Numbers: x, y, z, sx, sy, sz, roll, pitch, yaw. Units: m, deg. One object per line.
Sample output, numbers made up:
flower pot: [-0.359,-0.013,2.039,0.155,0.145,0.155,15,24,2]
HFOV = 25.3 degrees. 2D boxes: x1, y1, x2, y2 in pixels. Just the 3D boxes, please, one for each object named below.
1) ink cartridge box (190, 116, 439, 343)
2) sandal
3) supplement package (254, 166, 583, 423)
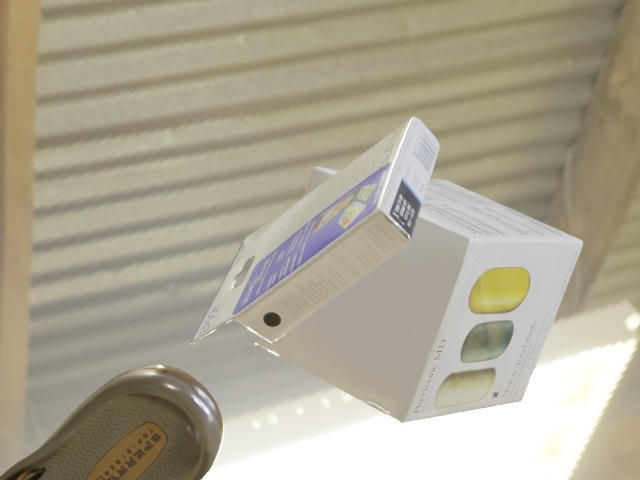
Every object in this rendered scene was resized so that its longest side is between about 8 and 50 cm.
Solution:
ink cartridge box: [0.000,0.000,1.205,0.208,0.206,0.045,-34,-75,24]
sandal: [-0.129,0.153,0.676,0.090,0.060,0.219,43,-80,-12]
supplement package: [0.108,0.053,1.497,0.263,0.198,0.199,1,-69,-56]
